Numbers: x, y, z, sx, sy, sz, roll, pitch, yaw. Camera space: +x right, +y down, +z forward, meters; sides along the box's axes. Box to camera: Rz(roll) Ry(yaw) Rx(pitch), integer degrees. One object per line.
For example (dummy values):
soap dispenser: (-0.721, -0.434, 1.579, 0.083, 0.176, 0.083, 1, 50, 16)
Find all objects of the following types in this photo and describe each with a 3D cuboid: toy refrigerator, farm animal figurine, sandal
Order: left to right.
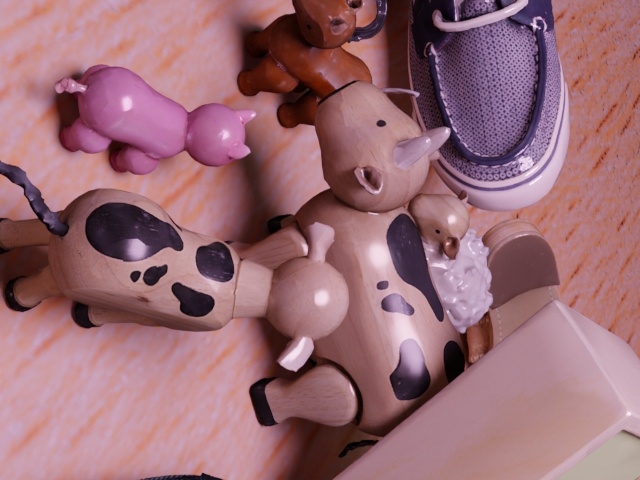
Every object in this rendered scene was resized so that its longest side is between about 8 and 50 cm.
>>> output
farm animal figurine: (0.000, 0.000, 0.665, 0.330, 0.172, 0.327, -52, 122, -42)
toy refrigerator: (0.086, 0.166, 0.661, 0.102, 0.269, 0.094, 28, 27, -45)
sandal: (0.162, 0.066, 0.923, 0.079, 0.088, 0.240, -115, -169, -51)

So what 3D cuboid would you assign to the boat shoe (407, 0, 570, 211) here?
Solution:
boat shoe: (0.111, -0.200, 0.828, 0.158, 0.127, 0.341, 58, 23, -58)

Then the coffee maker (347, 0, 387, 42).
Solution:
coffee maker: (0.007, -0.223, 0.722, 0.178, 0.120, 0.171, -33, 107, -68)

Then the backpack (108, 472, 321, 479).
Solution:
backpack: (-0.083, 0.232, 0.522, 0.253, 0.191, 0.225, 5, 80, -45)
